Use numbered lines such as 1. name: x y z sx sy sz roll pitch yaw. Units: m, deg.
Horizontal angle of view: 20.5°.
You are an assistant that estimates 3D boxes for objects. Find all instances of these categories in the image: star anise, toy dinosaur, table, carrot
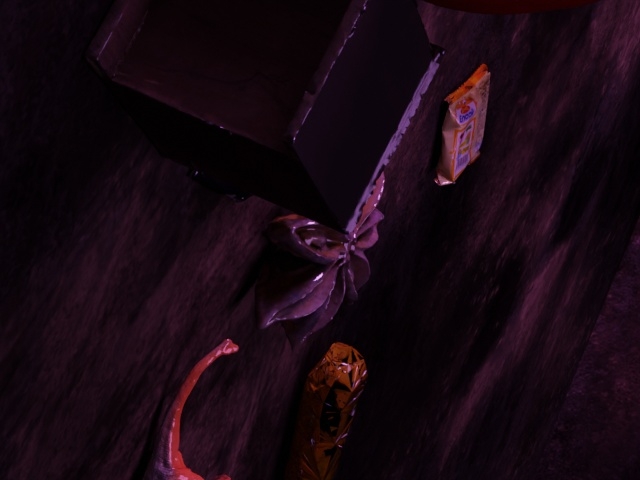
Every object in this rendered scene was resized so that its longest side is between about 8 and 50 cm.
1. star anise: -0.001 0.014 1.680 0.212 0.073 0.197 -22 129 -61
2. toy dinosaur: -0.129 0.217 1.594 0.101 0.055 0.279 23 93 -49
3. table: -0.031 -0.136 1.262 0.172 0.169 0.193 -63 160 -11
4. carrot: -0.001 0.217 1.945 0.069 0.069 0.228 -38 148 -55

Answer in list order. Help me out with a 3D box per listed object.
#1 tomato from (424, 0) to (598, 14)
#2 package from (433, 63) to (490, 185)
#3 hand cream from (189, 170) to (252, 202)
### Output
1. tomato: 0.148 -0.285 1.291 0.298 0.299 0.226 -44 137 -50
2. package: 0.164 -0.130 2.033 0.108 0.031 0.120 -44 146 -50
3. hand cream: 0.000 -0.181 1.481 0.336 0.076 0.121 -59 156 -2
